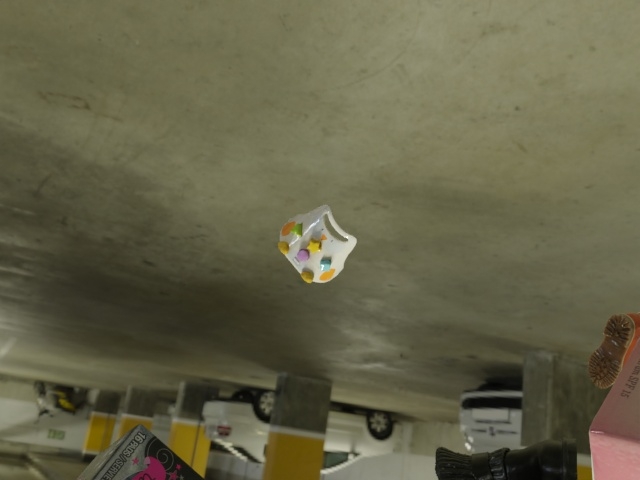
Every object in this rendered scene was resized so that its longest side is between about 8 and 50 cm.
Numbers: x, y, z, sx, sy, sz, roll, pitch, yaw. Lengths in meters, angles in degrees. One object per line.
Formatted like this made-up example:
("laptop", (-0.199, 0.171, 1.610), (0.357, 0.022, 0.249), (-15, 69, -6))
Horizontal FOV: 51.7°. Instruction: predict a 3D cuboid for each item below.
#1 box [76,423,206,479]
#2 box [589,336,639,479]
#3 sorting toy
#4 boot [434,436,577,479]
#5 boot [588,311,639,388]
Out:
("box", (-0.267, 0.375, 0.792), (0.142, 0.247, 0.163), (44, 133, -7))
("box", (0.321, 0.159, 0.437), (0.232, 0.126, 0.149), (3, -156, 40))
("sorting toy", (0.000, 0.000, 0.724), (0.075, 0.083, 0.045), (-41, 179, 33))
("boot", (0.362, 0.469, 1.320), (0.260, 0.131, 0.348), (1, 155, 8))
("boot", (0.534, 0.194, 1.172), (0.085, 0.158, 0.059), (-10, -144, -33))
